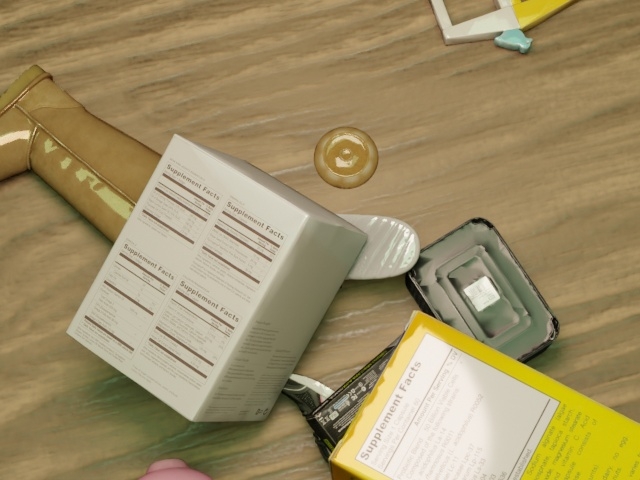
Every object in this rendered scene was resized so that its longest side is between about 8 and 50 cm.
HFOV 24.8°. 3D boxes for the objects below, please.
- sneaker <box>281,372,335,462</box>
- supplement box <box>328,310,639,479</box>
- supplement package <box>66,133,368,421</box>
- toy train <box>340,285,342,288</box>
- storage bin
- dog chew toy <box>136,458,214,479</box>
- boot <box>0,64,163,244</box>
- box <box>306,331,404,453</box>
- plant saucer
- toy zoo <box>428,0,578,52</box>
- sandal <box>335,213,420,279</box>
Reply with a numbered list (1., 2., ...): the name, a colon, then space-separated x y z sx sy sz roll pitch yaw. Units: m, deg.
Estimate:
1. sneaker: 0.016 0.228 1.762 0.178 0.072 0.077 33 81 9
2. supplement box: 0.210 0.261 1.560 0.357 0.195 0.194 28 71 13
3. supplement package: -0.116 0.049 1.690 0.198 0.199 0.262 31 96 22
4. toy train: -0.003 0.075 1.824 0.024 0.017 0.083 41 81 -1
5. storage bin: 0.196 0.077 1.785 0.122 0.084 0.180 -32 79 -6
6. dog chew toy: -0.155 0.415 1.663 0.207 0.206 0.331 -9 70 -1
7. boot: -0.325 -0.066 1.827 0.269 0.089 0.236 39 81 8
8. box: 0.110 0.222 1.726 0.191 0.045 0.184 -40 95 -22
9. plant saucer: 0.033 -0.108 1.865 0.083 0.015 0.083 0 78 1
10. toy zoo: 0.219 -0.380 1.916 0.192 0.030 0.293 -19 78 -3
11. sandal: 0.000 0.011 1.805 0.265 0.076 0.102 5 87 17
